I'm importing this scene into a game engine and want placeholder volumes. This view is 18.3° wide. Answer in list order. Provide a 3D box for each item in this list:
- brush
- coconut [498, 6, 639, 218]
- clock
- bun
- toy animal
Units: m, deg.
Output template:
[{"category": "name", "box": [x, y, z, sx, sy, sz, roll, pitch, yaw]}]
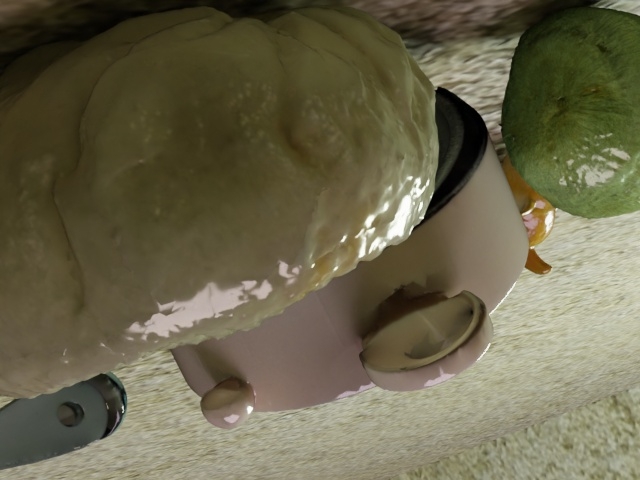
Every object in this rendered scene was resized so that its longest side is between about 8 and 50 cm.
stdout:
[{"category": "brush", "box": [-0.255, 0.146, 1.275, 0.297, 0.068, 0.060, -22, -172, 9]}, {"category": "coconut", "box": [0.115, -0.054, 0.821, 0.088, 0.088, 0.096, -24, 160, 27]}, {"category": "clock", "box": [0.000, 0.000, 0.788, 0.155, 0.063, 0.229, -28, -156, -9]}, {"category": "bun", "box": [-0.052, -0.023, 0.675, 0.188, 0.111, 0.164, -22, -174, 7]}, {"category": "toy animal", "box": [0.112, -0.016, 1.038, 0.060, 0.081, 0.083, -13, -172, -14]}]
